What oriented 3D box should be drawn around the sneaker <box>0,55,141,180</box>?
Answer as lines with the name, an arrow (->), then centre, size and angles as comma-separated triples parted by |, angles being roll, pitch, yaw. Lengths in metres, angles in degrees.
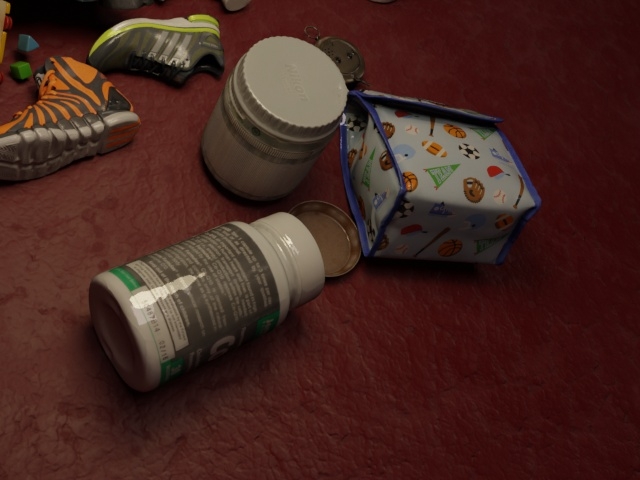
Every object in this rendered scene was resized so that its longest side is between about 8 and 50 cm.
sneaker -> -0.499, -0.224, 1.413 | 0.321, 0.124, 0.180 | -24, 71, -44

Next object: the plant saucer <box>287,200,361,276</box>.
plant saucer -> 0.000, 0.000, 1.565 | 0.168, 0.029, 0.168 | 11, 61, -19

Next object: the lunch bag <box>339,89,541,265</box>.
lunch bag -> 0.225, -0.163, 1.642 | 0.327, 0.239, 0.385 | 6, 45, -21

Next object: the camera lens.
camera lens -> -0.093, -0.220, 1.489 | 0.219, 0.274, 0.219 | 11, 60, -19

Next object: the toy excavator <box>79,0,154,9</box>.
toy excavator -> -0.591, -0.542, 1.430 | 0.433, 0.222, 0.445 | 24, 36, 32

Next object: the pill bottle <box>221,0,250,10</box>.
pill bottle -> -0.218, -0.597, 1.747 | 0.094, 0.094, 0.169 | -21, 74, -32

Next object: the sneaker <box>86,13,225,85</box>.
sneaker -> -0.317, -0.371, 1.574 | 0.300, 0.111, 0.121 | -19, 77, -29

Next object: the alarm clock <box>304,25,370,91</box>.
alarm clock -> 0.025, -0.415, 1.784 | 0.129, 0.064, 0.192 | -28, 74, -33

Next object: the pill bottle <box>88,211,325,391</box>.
pill bottle -> -0.182, 0.088, 1.325 | 0.361, 0.204, 0.204 | -24, 76, -32

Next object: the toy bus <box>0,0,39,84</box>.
toy bus -> -0.631, -0.349, 1.408 | 0.104, 0.191, 0.202 | 15, 52, 29

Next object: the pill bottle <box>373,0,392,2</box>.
pill bottle -> 0.184, -0.722, 1.885 | 0.160, 0.283, 0.160 | 11, 59, -19
